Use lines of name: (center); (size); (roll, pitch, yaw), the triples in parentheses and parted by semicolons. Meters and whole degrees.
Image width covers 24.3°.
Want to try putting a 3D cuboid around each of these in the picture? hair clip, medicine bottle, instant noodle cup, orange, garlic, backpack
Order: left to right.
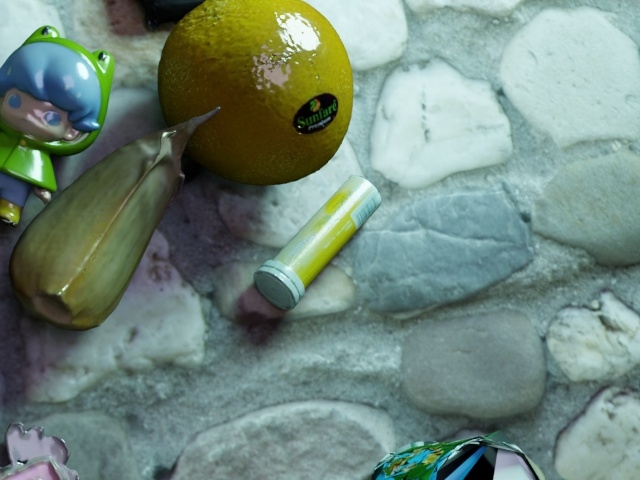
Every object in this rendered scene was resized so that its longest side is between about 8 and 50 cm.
hair clip: (-0.430, 0.334, 1.795); (0.300, 0.069, 0.173); (-20, 83, -37)
garlic: (-0.256, -0.025, 1.914); (0.151, 0.196, 0.338); (46, 69, -18)
backpack: (-0.210, -0.393, 2.107); (0.120, 0.106, 0.165); (-17, 84, -22)
orange: (-0.085, -0.205, 2.011); (0.274, 0.274, 0.274); (7, 71, -21)
medicine bottle: (0.000, 0.000, 2.087); (0.074, 0.074, 0.218); (45, 60, -4)
instant noodle cup: (0.188, 0.366, 1.984); (0.240, 0.178, 0.240); (7, 71, -20)

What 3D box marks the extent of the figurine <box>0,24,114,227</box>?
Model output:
figurine: (-0.375, -0.150, 1.947); (0.162, 0.143, 0.263); (24, 82, 7)
